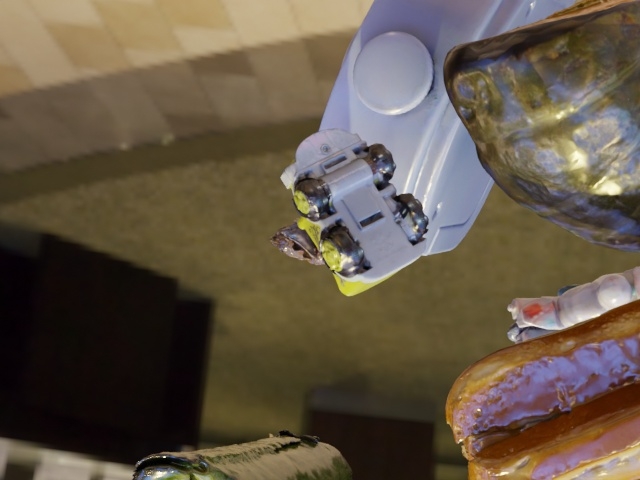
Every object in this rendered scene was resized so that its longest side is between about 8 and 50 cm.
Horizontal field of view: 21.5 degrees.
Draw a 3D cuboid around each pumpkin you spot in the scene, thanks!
[{"bbox_3d":[0.266,-0.103,1.421,0.325,0.232,0.242,-17,-170,-19],"label":"pumpkin"}]

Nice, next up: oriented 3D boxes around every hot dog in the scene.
[{"bbox_3d":[0.266,0.109,1.301,0.337,0.135,0.100,-22,151,5],"label":"hot dog"}]

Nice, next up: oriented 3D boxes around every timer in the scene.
[{"bbox_3d":[0.112,-0.171,1.797,0.173,0.395,0.395,28,171,15],"label":"timer"}]

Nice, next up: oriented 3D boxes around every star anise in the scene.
[{"bbox_3d":[0.012,0.000,1.923,0.129,0.056,0.124,3,175,-8],"label":"star anise"}]

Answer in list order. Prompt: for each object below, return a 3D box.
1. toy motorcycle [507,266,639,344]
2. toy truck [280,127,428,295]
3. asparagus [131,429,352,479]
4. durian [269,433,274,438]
[{"bbox_3d":[0.374,0.086,2.197,0.260,0.110,0.171,-8,157,-2],"label":"toy motorcycle"},{"bbox_3d":[0.016,-0.019,1.147,0.076,0.111,0.077,-26,169,-26],"label":"toy truck"},{"bbox_3d":[-0.073,0.246,1.567,0.108,0.128,0.382,13,180,20],"label":"asparagus"},{"bbox_3d":[-0.009,0.346,2.182,0.078,0.224,0.140,-19,164,-2],"label":"durian"}]
